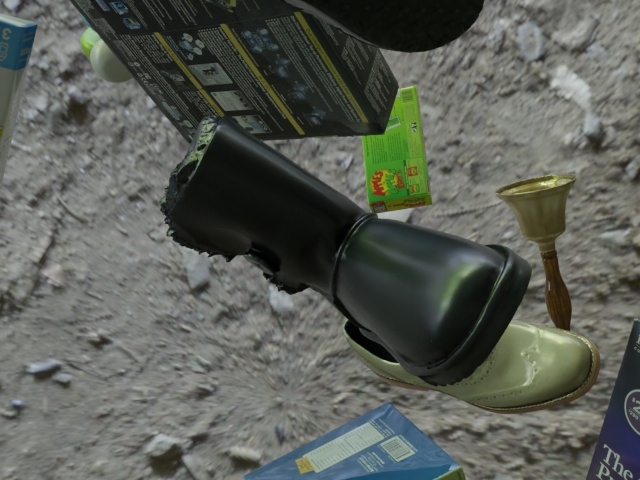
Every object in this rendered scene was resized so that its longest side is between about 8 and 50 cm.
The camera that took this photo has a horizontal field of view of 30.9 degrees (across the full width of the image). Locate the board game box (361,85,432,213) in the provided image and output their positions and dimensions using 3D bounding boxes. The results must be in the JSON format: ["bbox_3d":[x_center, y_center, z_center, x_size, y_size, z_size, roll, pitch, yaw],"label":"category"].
[{"bbox_3d":[0.111,-0.136,1.736,0.092,0.043,0.181,-9,68,10],"label":"board game box"}]

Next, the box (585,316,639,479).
[{"bbox_3d":[0.336,0.184,0.847,0.103,0.184,0.261,-14,37,-34],"label":"box"}]

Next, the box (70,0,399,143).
[{"bbox_3d":[-0.122,-0.273,1.430,0.318,0.395,0.097,1,57,31],"label":"box"}]

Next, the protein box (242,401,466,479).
[{"bbox_3d":[0.049,0.315,1.306,0.201,0.200,0.136,-25,111,-14],"label":"protein box"}]

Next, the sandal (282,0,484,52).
[{"bbox_3d":[-0.031,-0.276,0.989,0.445,0.107,0.168,8,105,-37],"label":"sandal"}]

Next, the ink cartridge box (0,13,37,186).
[{"bbox_3d":[-0.304,-0.100,0.936,0.104,0.061,0.181,14,102,-7],"label":"ink cartridge box"}]

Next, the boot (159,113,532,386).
[{"bbox_3d":[0.000,0.000,0.746,0.207,0.246,0.094,31,83,-12],"label":"boot"}]

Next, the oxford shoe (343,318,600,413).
[{"bbox_3d":[0.213,0.172,1.724,0.396,0.146,0.141,-2,69,33],"label":"oxford shoe"}]

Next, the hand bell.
[{"bbox_3d":[0.353,0.029,1.791,0.126,0.126,0.242,-13,101,-3],"label":"hand bell"}]

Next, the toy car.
[{"bbox_3d":[-0.268,-0.325,1.678,0.181,0.136,0.159,-12,43,3],"label":"toy car"}]
